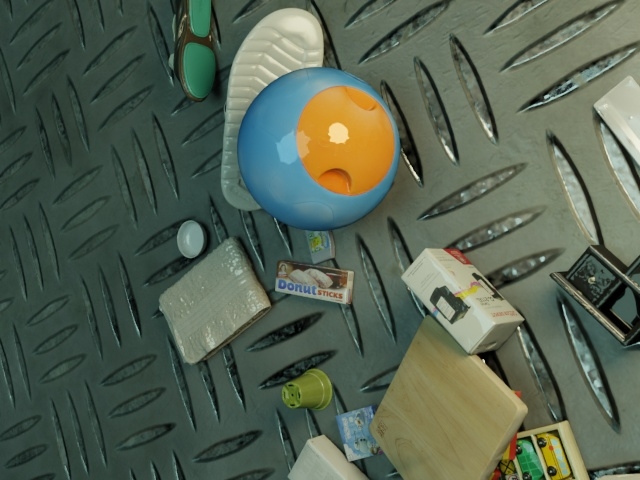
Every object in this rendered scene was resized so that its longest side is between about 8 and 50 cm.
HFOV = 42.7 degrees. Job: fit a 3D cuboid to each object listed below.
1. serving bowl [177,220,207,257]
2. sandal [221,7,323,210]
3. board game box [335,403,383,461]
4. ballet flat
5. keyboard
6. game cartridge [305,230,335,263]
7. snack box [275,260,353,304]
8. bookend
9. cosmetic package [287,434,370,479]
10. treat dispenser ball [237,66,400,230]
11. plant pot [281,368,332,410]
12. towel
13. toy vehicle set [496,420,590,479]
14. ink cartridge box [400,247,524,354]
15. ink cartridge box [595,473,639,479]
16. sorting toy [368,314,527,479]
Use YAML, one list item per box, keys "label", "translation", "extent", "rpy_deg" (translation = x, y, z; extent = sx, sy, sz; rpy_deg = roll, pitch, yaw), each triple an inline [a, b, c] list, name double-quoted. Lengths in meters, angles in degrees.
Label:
- label: "serving bowl"
  translation: [-0.281, -0.003, 1.824]
  extent: [0.083, 0.027, 0.083]
  rpy_deg: [-1, 89, 37]
- label: "sandal"
  translation: [-0.119, -0.267, 1.649]
  extent: [0.102, 0.169, 0.416]
  rpy_deg: [-117, 45, -69]
- label: "board game box"
  translation: [0.079, 0.366, 1.556]
  extent: [0.090, 0.020, 0.090]
  rpy_deg: [-26, 75, 36]
- label: "ballet flat"
  translation: [-0.283, -0.427, 1.794]
  extent: [0.096, 0.095, 0.280]
  rpy_deg: [-12, 72, 46]
- label: "keyboard"
  translation: [0.513, -0.131, 1.234]
  extent: [0.072, 0.014, 0.256]
  rpy_deg: [-40, 67, 25]
- label: "game cartridge"
  translation: [0.000, 0.000, 1.619]
  extent: [0.056, 0.017, 0.083]
  rpy_deg: [-21, 78, 32]
- label: "snack box"
  translation: [-0.014, 0.082, 1.625]
  extent: [0.178, 0.022, 0.064]
  rpy_deg: [8, 96, 37]
- label: "bookend"
  translation: [0.462, 0.049, 1.232]
  extent: [0.156, 0.072, 0.157]
  rpy_deg: [49, 117, 27]
- label: "cosmetic package"
  translation: [0.052, 0.486, 1.552]
  extent: [0.239, 0.060, 0.099]
  rpy_deg: [39, 115, 30]
- label: "treat dispenser ball"
  translation: [-0.004, -0.161, 1.451]
  extent: [0.288, 0.288, 0.288]
  rpy_deg: [0, 90, 37]
- label: "plant pot"
  translation: [-0.033, 0.297, 1.604]
  extent: [0.083, 0.079, 0.083]
  rpy_deg: [-1, 89, 38]
- label: "towel"
  translation: [-0.238, 0.137, 1.779]
  extent: [0.282, 0.049, 0.187]
  rpy_deg: [-40, 68, 30]
- label: "toy vehicle set"
  translation: [0.367, 0.442, 1.328]
  extent: [0.166, 0.035, 0.267]
  rpy_deg: [-26, 74, 34]
- label: "ink cartridge box"
  translation: [0.239, 0.098, 1.368]
  extent: [0.175, 0.127, 0.072]
  rpy_deg: [49, 115, 25]
- label: "ink cartridge box"
  translation: [0.471, 0.420, 1.239]
  extent: [0.088, 0.052, 0.122]
  rpy_deg: [-17, 78, 36]
- label: "sorting toy"
  translation: [0.224, 0.301, 1.368]
  extent: [0.257, 0.089, 0.255]
  rpy_deg: [48, 121, 49]
